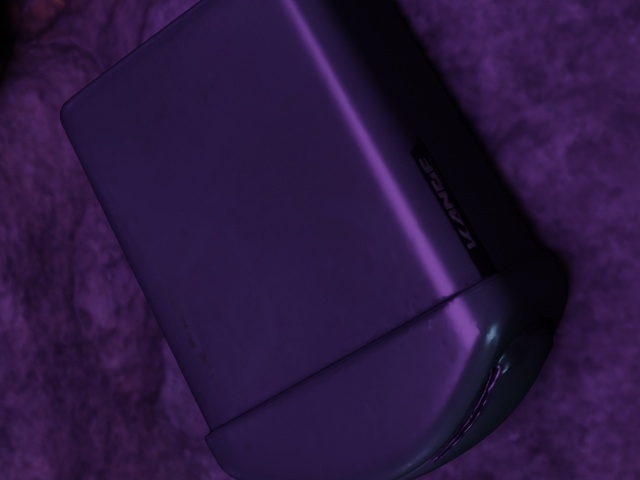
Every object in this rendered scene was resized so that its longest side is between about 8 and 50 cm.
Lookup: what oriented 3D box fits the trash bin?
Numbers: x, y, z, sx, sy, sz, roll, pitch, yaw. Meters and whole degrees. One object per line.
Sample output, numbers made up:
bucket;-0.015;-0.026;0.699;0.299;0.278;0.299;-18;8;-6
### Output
trash bin;0.000;0.000;0.753;0.176;0.101;0.236;-31;84;31
